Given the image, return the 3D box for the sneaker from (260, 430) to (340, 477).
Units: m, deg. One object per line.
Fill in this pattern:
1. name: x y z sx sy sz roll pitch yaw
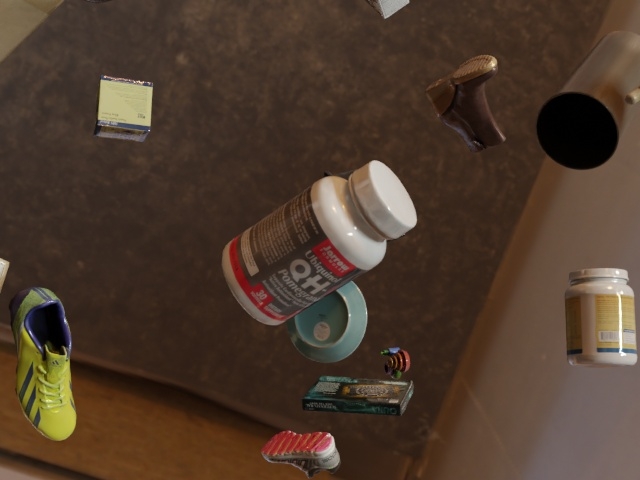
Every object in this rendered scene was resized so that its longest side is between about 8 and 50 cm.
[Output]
1. sneaker: -0.032 0.378 1.614 0.170 0.075 0.063 -12 -153 39

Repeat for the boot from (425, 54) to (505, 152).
1. boot: 0.384 -0.323 2.212 0.090 0.207 0.248 -50 -164 -29

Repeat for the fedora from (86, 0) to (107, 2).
1. fedora: -0.375 -0.533 1.624 0.334 0.152 0.334 -48 171 -10

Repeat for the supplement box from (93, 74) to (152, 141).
1. supplement box: -0.314 -0.208 1.466 0.056 0.083 0.083 147 -54 -66

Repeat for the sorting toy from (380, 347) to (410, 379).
1. sorting toy: 0.150 0.256 1.938 0.102 0.042 0.061 126 -43 -60

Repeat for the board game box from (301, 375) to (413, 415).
1. board game box: 0.072 0.289 1.725 0.126 0.186 0.026 -35 124 -70

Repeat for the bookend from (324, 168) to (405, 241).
1. bookend: 0.087 -0.068 1.789 0.072 0.157 0.156 43 -40 44

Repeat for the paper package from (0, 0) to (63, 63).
1. paper package: -0.513 -0.390 1.111 0.168 0.309 0.325 -41 162 11

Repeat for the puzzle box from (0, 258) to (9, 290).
1. puzzle box: -0.844 0.180 1.954 0.052 0.272 0.409 -15 -124 42

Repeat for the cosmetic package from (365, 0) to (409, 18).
1. cosmetic package: 0.059 -0.497 1.633 0.060 0.239 0.099 -34 143 -5

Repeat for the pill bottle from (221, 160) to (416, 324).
1. pill bottle: 0.000 0.000 1.579 0.318 0.176 0.176 -33 -155 25

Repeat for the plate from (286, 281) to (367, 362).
1. plate: 0.006 0.155 1.879 0.024 0.188 0.188 11 101 -62

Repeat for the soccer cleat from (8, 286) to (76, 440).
1. soccer cleat: -0.474 0.222 1.605 0.121 0.093 0.289 9 -69 47

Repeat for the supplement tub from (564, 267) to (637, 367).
1. supplement tub: 0.594 0.167 1.963 0.144 0.144 0.200 138 -46 -75

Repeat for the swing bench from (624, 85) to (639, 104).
1. swing bench: 0.648 -0.219 1.422 0.254 0.253 0.165 -17 142 -53

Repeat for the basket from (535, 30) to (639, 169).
1. basket: 0.526 -0.274 1.722 0.227 0.154 0.204 -51 168 -25
